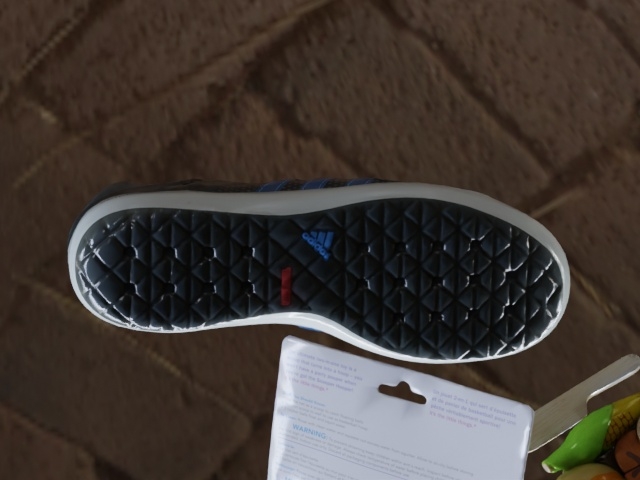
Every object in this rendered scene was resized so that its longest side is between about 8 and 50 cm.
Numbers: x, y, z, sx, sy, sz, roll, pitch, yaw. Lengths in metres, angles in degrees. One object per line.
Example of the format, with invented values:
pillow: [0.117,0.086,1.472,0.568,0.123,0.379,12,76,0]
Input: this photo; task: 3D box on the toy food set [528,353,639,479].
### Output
toy food set: [0.222,0.164,1.164,0.132,0.192,0.038,-33,149,-9]

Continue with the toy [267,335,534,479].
toy: [0.037,0.173,0.872,0.137,0.056,0.237,14,104,26]

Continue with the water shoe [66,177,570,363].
water shoe: [0.000,0.000,0.701,0.203,0.080,0.072,6,107,-10]
